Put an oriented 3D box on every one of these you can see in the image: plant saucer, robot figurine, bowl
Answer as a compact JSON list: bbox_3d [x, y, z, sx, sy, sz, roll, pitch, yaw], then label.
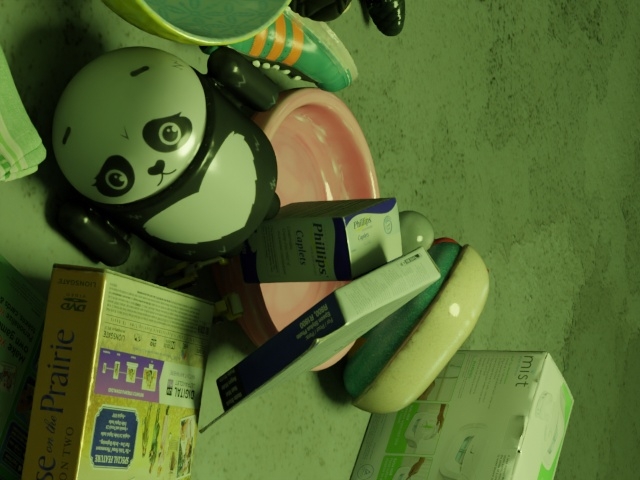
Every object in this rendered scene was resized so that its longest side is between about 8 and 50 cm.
[{"bbox_3d":[-0.035,-0.013,2.217,0.332,0.084,0.332,-1,92,-61],"label":"plant saucer"},{"bbox_3d":[-0.150,-0.081,1.909,0.278,0.173,0.209,41,55,-54],"label":"robot figurine"},{"bbox_3d":[-0.162,-0.329,1.882,0.289,0.156,0.289,4,84,-45],"label":"bowl"}]

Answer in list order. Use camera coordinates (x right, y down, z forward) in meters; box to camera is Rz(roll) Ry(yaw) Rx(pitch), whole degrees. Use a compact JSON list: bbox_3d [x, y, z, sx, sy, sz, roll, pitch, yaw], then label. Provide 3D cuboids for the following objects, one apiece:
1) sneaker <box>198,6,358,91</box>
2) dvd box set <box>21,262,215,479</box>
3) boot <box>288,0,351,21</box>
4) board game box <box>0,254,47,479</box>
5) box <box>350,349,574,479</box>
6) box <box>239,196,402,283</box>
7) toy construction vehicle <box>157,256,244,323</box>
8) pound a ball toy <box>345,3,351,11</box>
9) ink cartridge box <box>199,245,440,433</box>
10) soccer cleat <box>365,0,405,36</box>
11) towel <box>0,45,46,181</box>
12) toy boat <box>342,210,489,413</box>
[{"bbox_3d":[-0.077,-0.242,2.105,0.121,0.108,0.302,-46,133,3],"label":"sneaker"},{"bbox_3d":[-0.205,0.248,1.838,0.307,0.062,0.420,23,74,-72],"label":"dvd box set"},{"bbox_3d":[0.035,-0.421,2.029,0.223,0.118,0.338,-48,153,-54],"label":"boot"},{"bbox_3d":[-0.314,0.132,1.740,0.317,0.046,0.213,53,46,-48],"label":"board game box"},{"bbox_3d":[0.182,0.278,2.461,0.127,0.231,0.262,58,41,-44],"label":"box"},{"bbox_3d":[0.000,0.000,2.048,0.126,0.137,0.072,-22,107,-59],"label":"box"},{"bbox_3d":[-0.136,0.064,2.027,0.035,0.098,0.086,25,49,-68],"label":"toy construction vehicle"},{"bbox_3d":[0.051,-0.449,2.271,0.136,0.208,0.319,55,18,-48],"label":"pound a ball toy"},{"bbox_3d":[-0.011,0.103,1.995,0.224,0.223,0.045,-26,80,-49],"label":"ink cartridge box"},{"bbox_3d":[0.063,-0.347,2.433,0.072,0.060,0.179,-27,107,-48],"label":"soccer cleat"},{"bbox_3d":[-0.313,-0.152,1.573,0.325,0.038,0.248,-71,141,-79],"label":"towel"},{"bbox_3d":[0.115,0.076,2.408,0.267,0.148,0.318,-55,-178,32],"label":"toy boat"}]
